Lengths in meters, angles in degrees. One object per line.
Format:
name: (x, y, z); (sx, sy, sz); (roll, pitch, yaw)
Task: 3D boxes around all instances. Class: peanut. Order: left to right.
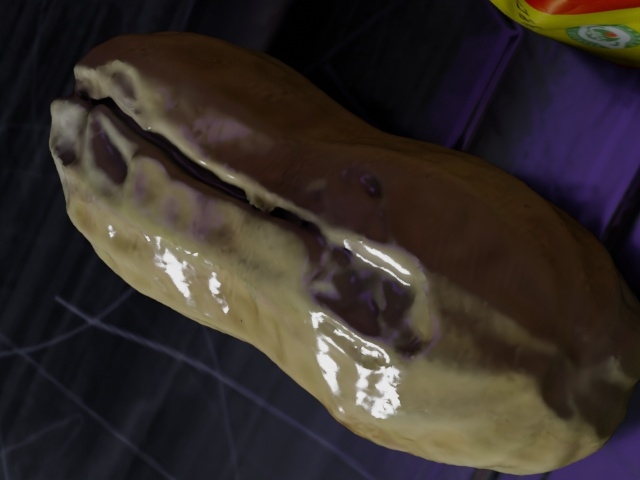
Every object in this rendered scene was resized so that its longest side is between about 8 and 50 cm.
peanut: (0.000, 0.000, 0.541); (0.290, 0.130, 0.130); (28, 99, 25)

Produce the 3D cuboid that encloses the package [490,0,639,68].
package: (0.034, -0.196, 0.496); (0.423, 0.196, 0.123); (41, 103, 19)
